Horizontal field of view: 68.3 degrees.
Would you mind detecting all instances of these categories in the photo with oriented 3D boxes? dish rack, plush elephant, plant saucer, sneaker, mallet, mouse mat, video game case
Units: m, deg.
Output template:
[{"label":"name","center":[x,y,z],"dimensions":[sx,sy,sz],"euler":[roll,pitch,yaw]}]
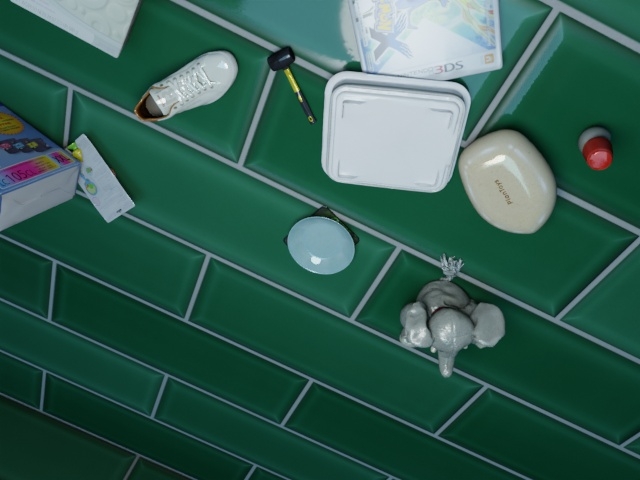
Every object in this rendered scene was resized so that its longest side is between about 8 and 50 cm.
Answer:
[{"label":"dish rack","center":[0.167,-0.236,1.114],"dimensions":[0.332,0.072,0.286],"euler":[6,129,4]},{"label":"plush elephant","center":[0.348,0.239,1.287],"dimensions":[0.271,0.255,0.330],"euler":[3,122,12]},{"label":"plant saucer","center":[0.004,0.009,1.349],"dimensions":[0.194,0.037,0.195],"euler":[7,123,10]},{"label":"sneaker","center":[-0.331,-0.361,1.152],"dimensions":[0.289,0.123,0.106],"euler":[-22,113,24]},{"label":"mallet","center":[-0.068,-0.364,1.139],"dimensions":[0.062,0.039,0.190],"euler":[-11,123,18]},{"label":"mouse mat","center":[0.000,0.000,1.372],"dimensions":[0.152,0.007,0.189],"euler":[43,121,-14]},{"label":"video game case","center":[0.211,-0.494,0.983],"dimensions":[0.299,0.036,0.329],"euler":[-7,120,18]}]

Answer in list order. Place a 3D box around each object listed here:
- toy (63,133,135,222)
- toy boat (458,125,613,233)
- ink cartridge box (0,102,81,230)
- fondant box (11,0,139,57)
[{"label":"toy","center":[-0.643,-0.184,1.382],"dimensions":[0.136,0.056,0.237],"euler":[-23,109,30]},{"label":"toy boat","center":[0.496,-0.157,1.081],"dimensions":[0.318,0.148,0.268],"euler":[-21,110,33]},{"label":"ink cartridge box","center":[-0.905,-0.231,1.266],"dimensions":[0.395,0.270,0.151],"euler":[34,123,2]},{"label":"fondant box","center":[-0.488,-0.596,0.996],"dimensions":[0.238,0.096,0.330],"euler":[25,133,-24]}]
